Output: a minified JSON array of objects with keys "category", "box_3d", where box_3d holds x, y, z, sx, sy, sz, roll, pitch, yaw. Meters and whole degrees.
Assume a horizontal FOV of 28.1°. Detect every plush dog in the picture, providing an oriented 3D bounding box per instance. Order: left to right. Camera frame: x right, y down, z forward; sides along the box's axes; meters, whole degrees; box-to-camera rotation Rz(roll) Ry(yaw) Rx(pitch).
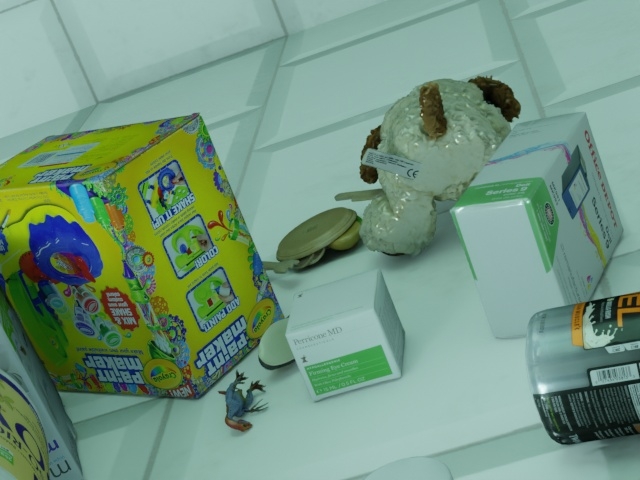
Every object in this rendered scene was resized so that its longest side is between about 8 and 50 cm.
[{"category":"plush dog","box_3d":[0.145,-0.128,1.601,0.262,0.211,0.225,-21,25,6]}]

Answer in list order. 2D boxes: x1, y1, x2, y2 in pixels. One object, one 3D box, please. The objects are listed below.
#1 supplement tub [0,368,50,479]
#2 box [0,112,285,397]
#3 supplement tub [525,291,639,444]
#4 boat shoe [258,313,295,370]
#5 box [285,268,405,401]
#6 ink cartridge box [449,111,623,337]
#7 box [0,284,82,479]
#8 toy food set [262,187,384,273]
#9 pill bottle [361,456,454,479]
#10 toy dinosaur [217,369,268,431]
[{"category":"supplement tub","box_3d":[-0.355,0.253,1.117,0.241,0.241,0.331,-24,21,-6]},{"category":"box","box_3d":[-0.241,0.021,1.529,0.290,0.279,0.177,-4,27,42]},{"category":"supplement tub","box_3d":[0.274,0.098,1.050,0.190,0.117,0.117,-13,22,22]},{"category":"boat shoe","box_3d":[-0.030,0.106,1.445,0.137,0.049,0.043,-47,-10,-45]},{"category":"box","box_3d":[0.028,0.098,1.340,0.101,0.087,0.102,-17,21,13]},{"category":"ink cartridge box","box_3d":[0.231,-0.020,1.334,0.093,0.154,0.212,-9,23,31]},{"category":"box","box_3d":[-0.375,0.149,1.411,0.126,0.231,0.262,-26,21,-10]},{"category":"toy food set","box_3d":[0.000,0.000,1.702,0.192,0.039,0.132,-38,18,-25]},{"category":"pill bottle","box_3d":[0.079,0.230,0.837,0.094,0.169,0.094,-19,21,7]},{"category":"toy dinosaur","box_3d":[-0.086,0.178,1.356,0.090,0.047,0.082,-48,9,42]}]
